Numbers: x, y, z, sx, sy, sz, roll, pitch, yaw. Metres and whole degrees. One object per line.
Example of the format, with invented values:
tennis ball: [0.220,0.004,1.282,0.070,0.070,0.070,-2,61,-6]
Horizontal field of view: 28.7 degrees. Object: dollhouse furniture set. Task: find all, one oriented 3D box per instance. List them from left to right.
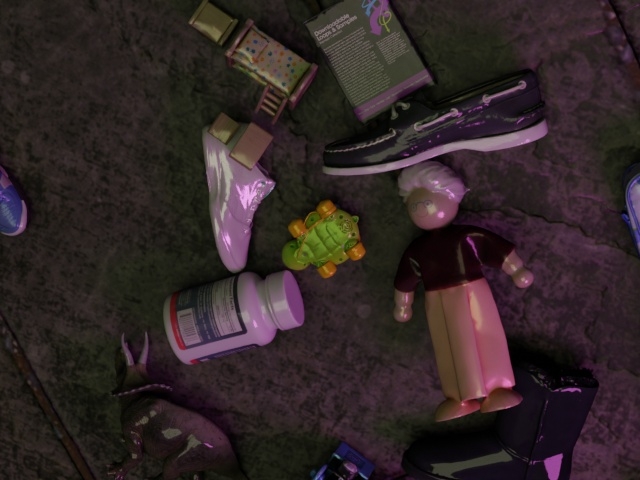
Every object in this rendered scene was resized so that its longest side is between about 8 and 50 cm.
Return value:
dollhouse furniture set: [-0.123,-0.209,1.650,0.182,0.101,0.161,34,87,-1]

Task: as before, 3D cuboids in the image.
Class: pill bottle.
pill bottle: [-0.120,0.103,1.763,0.180,0.108,0.108,-15,102,14]

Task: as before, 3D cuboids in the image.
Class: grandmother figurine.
grandmother figurine: [0.181,0.057,1.664,0.207,0.104,0.343,-16,87,19]

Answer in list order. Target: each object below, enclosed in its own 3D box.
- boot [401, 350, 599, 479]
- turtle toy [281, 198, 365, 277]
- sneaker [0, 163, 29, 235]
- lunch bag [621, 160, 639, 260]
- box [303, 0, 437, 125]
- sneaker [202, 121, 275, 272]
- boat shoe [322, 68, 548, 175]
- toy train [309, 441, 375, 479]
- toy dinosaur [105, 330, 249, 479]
boot: [0.249,0.250,1.745,0.246,0.094,0.207,11,107,7]
turtle toy: [0.000,0.000,1.733,0.130,0.066,0.095,-32,98,18]
sneaker: [-0.499,-0.091,1.791,0.080,0.081,0.211,-34,99,16]
lunch bag: [0.492,-0.016,1.626,0.176,0.090,0.219,-19,102,14]
box: [0.067,-0.251,1.669,0.116,0.029,0.162,-28,100,16]
sneaker: [-0.107,-0.059,1.736,0.094,0.080,0.212,-6,104,0]
boat shoe: [0.143,-0.155,1.644,0.302,0.114,0.091,-13,106,1]
toy train: [0.003,0.384,1.822,0.080,0.105,0.184,36,108,8]
toy dinosaur: [-0.212,0.293,1.830,0.313,0.121,0.160,38,122,3]
